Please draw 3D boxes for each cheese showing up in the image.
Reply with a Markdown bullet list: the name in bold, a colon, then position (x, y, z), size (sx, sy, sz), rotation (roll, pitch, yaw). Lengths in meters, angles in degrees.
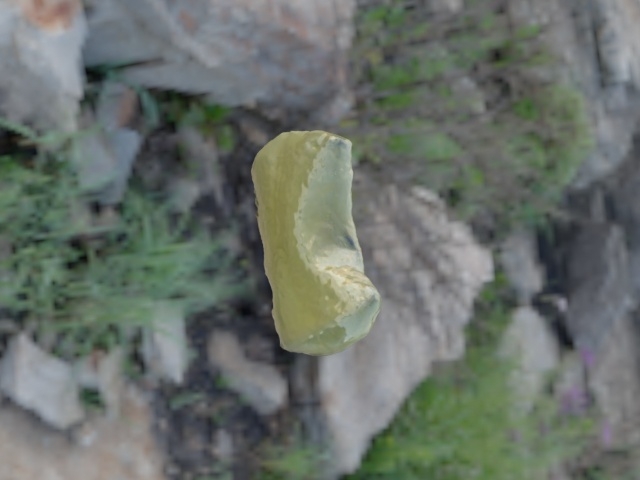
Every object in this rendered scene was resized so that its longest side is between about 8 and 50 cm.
- **cheese**: position (0.000, 0.000, 0.673), size (0.030, 0.044, 0.083), rotation (11, 60, -43)
